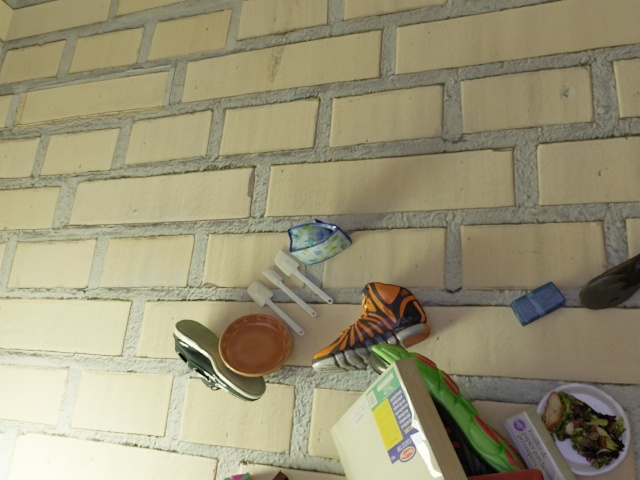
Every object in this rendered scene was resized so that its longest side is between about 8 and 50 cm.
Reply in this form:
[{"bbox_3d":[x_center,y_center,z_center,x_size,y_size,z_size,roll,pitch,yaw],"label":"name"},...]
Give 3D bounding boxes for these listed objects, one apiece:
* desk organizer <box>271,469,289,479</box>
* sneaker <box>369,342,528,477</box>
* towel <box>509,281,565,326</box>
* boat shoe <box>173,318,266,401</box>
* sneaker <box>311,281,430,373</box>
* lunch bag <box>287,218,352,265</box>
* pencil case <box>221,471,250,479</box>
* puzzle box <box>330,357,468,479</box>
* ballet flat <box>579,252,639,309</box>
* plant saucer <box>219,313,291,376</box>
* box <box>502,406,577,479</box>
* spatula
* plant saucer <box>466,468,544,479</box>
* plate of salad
[{"bbox_3d":[-0.121,0.649,1.434,0.050,0.047,0.130,27,41,23],"label":"desk organizer"},{"bbox_3d":[0.264,0.436,1.296,0.202,0.185,0.483,-44,72,9],"label":"sneaker"},{"bbox_3d":[0.531,0.155,1.399,0.119,0.029,0.067,-31,64,10],"label":"towel"},{"bbox_3d":[-0.297,0.361,1.615,0.340,0.127,0.113,31,115,20],"label":"boat shoe"},{"bbox_3d":[0.113,0.224,1.503,0.321,0.124,0.180,-21,61,2],"label":"sneaker"},{"bbox_3d":[0.000,0.000,1.609,0.151,0.129,0.096,-13,68,18],"label":"lunch bag"},{"bbox_3d":[-0.194,0.717,1.451,0.104,0.104,0.236,-29,64,10],"label":"pencil case"},{"bbox_3d":[0.152,0.470,1.259,0.052,0.409,0.272,-5,56,-26],"label":"puzzle box"},{"bbox_3d":[0.721,0.079,1.340,0.250,0.058,0.084,-37,98,12],"label":"ballet flat"},{"bbox_3d":[-0.179,0.293,1.587,0.200,0.037,0.200,0,47,0],"label":"plant saucer"},{"bbox_3d":[0.516,0.527,1.239,0.063,0.067,0.324,-40,64,28],"label":"box"},{"bbox_3d":[-0.090,0.156,1.656,0.242,0.019,0.168,39,84,27],"label":"spatula"},{"bbox_3d":[0.362,0.610,1.205,0.258,0.048,0.259,-15,109,16],"label":"plant saucer"},{"bbox_3d":[0.582,0.419,1.275,0.199,0.048,0.200,-7,69,19],"label":"plate of salad"}]
